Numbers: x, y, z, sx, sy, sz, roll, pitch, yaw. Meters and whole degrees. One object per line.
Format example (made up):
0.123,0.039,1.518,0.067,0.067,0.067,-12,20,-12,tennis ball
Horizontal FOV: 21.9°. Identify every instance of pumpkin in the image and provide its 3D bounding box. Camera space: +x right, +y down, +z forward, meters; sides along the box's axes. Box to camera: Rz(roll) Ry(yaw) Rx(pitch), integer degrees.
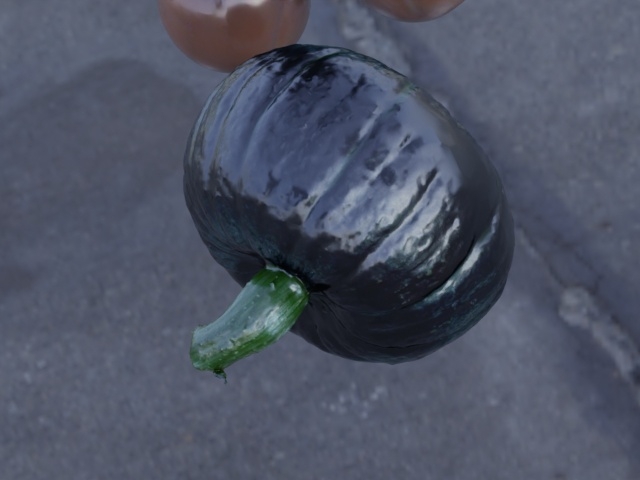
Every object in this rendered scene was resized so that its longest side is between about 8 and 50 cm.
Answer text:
0.000,0.000,1.148,0.248,0.248,0.248,-9,38,7,pumpkin

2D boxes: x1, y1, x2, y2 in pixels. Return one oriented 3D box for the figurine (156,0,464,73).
-0.031,-0.315,1.240,0.276,0.388,0.248,-13,69,6,figurine
